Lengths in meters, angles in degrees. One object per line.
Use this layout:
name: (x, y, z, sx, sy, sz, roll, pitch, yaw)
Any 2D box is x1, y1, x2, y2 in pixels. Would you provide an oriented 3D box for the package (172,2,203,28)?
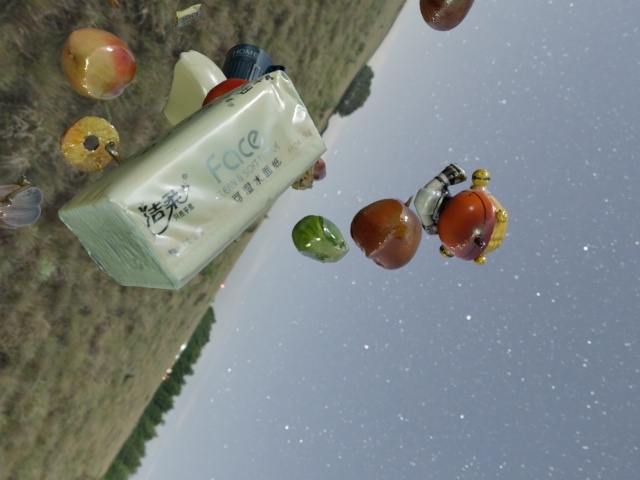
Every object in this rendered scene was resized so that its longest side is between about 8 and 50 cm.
package: (-0.480, -0.812, 1.684, 0.120, 0.031, 0.108, -33, -168, -19)

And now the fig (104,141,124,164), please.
fig: (-0.495, -0.177, 1.343, 0.217, 0.320, 0.217, -47, 169, -12)

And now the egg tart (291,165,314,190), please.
egg tart: (-0.079, -0.284, 1.380, 0.107, 0.291, 0.291, -26, 178, -18)

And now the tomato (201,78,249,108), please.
tomato: (-0.207, -0.310, 1.184, 0.195, 0.195, 0.136, -58, 166, -4)

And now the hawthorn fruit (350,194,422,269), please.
hawthorn fruit: (0.274, -0.047, 1.791, 0.298, 0.277, 0.277, -54, -172, 6)

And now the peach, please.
peach: (-0.579, -0.458, 1.214, 0.184, 0.184, 0.184, -56, -172, 12)

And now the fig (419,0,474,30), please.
fig: (0.416, -0.820, 1.585, 0.205, 0.205, 0.205, -56, -172, 12)

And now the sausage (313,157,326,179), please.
sausage: (-0.016, -0.270, 1.778, 0.077, 0.077, 0.194, -59, 173, -5)

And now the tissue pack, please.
tissue pack: (-0.237, -0.112, 0.883, 0.331, 0.205, 0.405, -1, -140, 48)

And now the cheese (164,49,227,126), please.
cheese: (-0.401, -0.460, 1.485, 0.127, 0.233, 0.266, -42, 178, -46)

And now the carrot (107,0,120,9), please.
carrot: (-0.721, -0.855, 1.515, 0.061, 0.210, 0.061, -19, -144, 14)

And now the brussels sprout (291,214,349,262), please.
brussels sprout: (0.000, 0.000, 2.186, 0.210, 0.271, 0.219, -52, 175, -7)

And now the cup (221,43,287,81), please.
cup: (-0.334, -0.723, 2.198, 0.242, 0.307, 0.292, 127, -22, -51)

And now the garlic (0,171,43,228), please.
garlic: (-1.137, -0.172, 1.694, 0.207, 0.257, 0.207, -24, -140, 22)

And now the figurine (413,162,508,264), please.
figurine: (0.445, -0.068, 1.465, 0.323, 0.196, 0.320, 45, -50, 44)

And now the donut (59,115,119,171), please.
donut: (-0.783, -0.327, 1.590, 0.074, 0.174, 0.190, 13, -100, 64)
